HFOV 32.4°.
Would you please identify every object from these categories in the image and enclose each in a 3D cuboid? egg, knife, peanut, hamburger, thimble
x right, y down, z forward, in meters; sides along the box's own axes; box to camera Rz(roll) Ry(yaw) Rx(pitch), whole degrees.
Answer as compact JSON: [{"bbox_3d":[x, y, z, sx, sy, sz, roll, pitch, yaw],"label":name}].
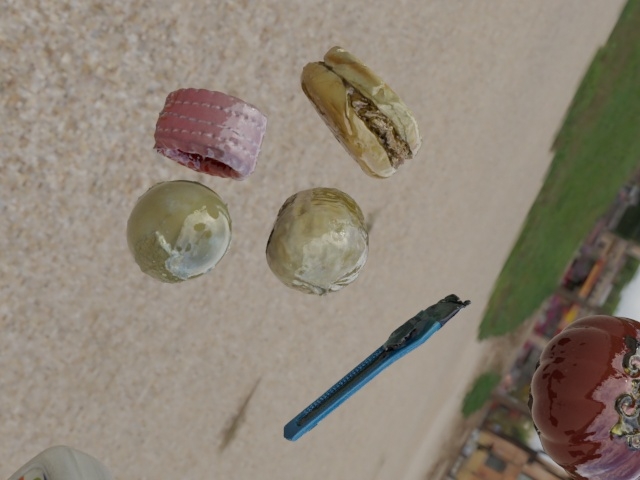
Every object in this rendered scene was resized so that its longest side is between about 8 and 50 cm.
[{"bbox_3d":[-0.222,-0.012,1.707,0.164,0.164,0.201,-56,-162,-27],"label":"egg"},{"bbox_3d":[0.069,0.162,1.415,0.296,0.044,0.026,-39,130,-1],"label":"knife"},{"bbox_3d":[0.000,0.000,1.390,0.224,0.129,0.129,-66,180,-72],"label":"peanut"},{"bbox_3d":[0.063,-0.190,1.654,0.108,0.213,0.214,-37,168,2],"label":"hamburger"},{"bbox_3d":[-0.193,-0.190,1.990,0.163,0.190,0.125,52,55,-69],"label":"thimble"}]

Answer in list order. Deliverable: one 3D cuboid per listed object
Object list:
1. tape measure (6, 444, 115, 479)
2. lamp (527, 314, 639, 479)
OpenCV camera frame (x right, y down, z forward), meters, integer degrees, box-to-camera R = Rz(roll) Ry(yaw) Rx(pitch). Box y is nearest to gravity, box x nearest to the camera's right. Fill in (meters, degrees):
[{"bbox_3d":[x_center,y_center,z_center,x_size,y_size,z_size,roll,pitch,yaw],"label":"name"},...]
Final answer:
[{"bbox_3d":[-0.356,0.418,1.412,0.265,0.258,0.130,-39,130,14],"label":"tape measure"},{"bbox_3d":[0.368,0.209,1.431,0.227,0.227,0.227,-58,168,-19],"label":"lamp"}]
